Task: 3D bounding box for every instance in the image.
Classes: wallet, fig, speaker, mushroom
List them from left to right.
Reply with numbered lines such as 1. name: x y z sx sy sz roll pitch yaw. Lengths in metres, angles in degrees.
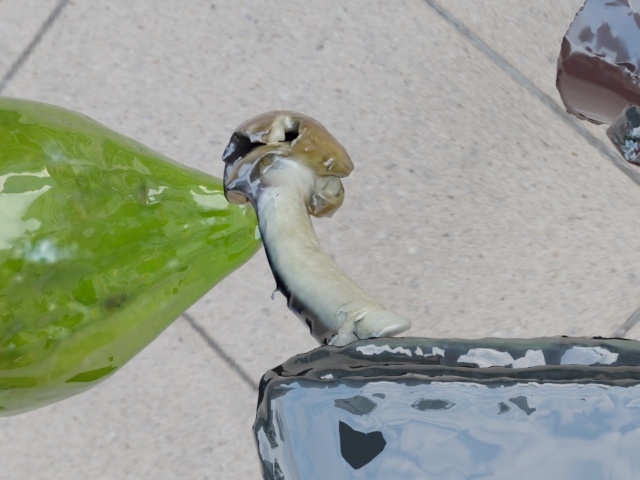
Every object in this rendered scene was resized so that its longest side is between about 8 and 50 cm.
1. fig: -0.194 0.022 0.769 0.314 0.233 0.233 17 96 9
2. mushroom: 0.000 0.000 0.489 0.060 0.061 0.187 -52 33 18
3. wallet: 0.096 0.237 0.387 0.228 0.062 0.406 -1 98 9
4. speaker: 0.332 -0.112 0.909 0.198 0.259 0.329 -39 41 11
